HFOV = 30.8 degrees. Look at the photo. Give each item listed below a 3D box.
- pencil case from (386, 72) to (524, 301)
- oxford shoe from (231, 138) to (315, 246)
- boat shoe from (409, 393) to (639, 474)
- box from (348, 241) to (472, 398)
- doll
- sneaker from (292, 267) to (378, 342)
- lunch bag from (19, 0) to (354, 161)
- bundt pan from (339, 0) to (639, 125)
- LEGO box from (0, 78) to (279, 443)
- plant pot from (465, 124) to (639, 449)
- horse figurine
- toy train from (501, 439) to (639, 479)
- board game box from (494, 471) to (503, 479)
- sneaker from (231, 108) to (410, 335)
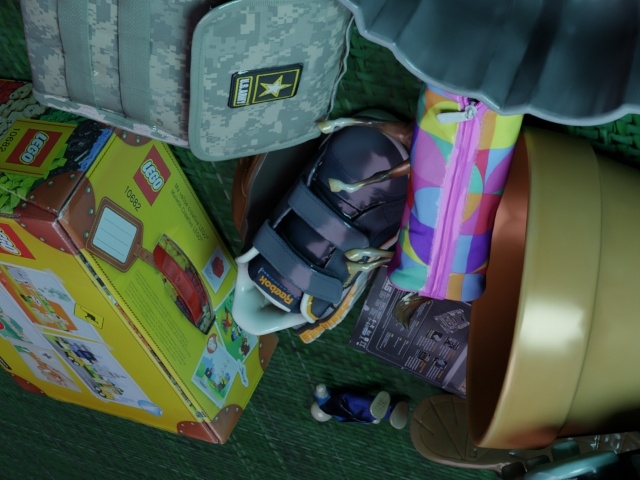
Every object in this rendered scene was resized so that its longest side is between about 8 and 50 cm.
[{"bbox_3d":[0.119,-0.057,1.023,0.105,0.104,0.236,17,124,17],"label":"pencil case"},{"bbox_3d":[-0.065,-0.076,1.288,0.076,0.076,0.212,60,148,24],"label":"oxford shoe"},{"bbox_3d":[0.293,0.272,1.524,0.342,0.123,0.123,8,176,20],"label":"boat shoe"},{"bbox_3d":[0.142,0.096,1.398,0.183,0.056,0.231,24,151,4],"label":"box"},{"bbox_3d":[0.045,0.246,1.723,0.129,0.046,0.189,31,158,-26],"label":"doll"},{"bbox_3d":[-0.001,0.062,1.440,0.083,0.084,0.215,43,146,-3],"label":"sneaker"},{"bbox_3d":[-0.109,-0.198,1.031,0.287,0.168,0.235,18,150,2],"label":"lunch bag"},{"bbox_3d":[0.155,-0.234,0.799,0.331,0.124,0.330,20,149,13],"label":"bundt pan"},{"bbox_3d":[-0.325,0.031,1.531,0.373,0.193,0.500,10,146,28],"label":"LEGO box"},{"bbox_3d":[0.255,0.055,1.047,0.204,0.290,0.291,9,149,0],"label":"plant pot"},{"bbox_3d":[0.100,-0.040,1.128,0.175,0.066,0.263,-12,123,0],"label":"horse figurine"},{"bbox_3d":[0.260,0.237,1.002,0.190,0.142,0.334,-14,165,-8],"label":"toy train"},{"bbox_3d":[0.331,0.364,1.700,0.136,0.030,0.259,4,143,31],"label":"board game box"},{"bbox_3d":[0.000,0.000,1.236,0.126,0.127,0.321,40,139,8],"label":"sneaker"}]
